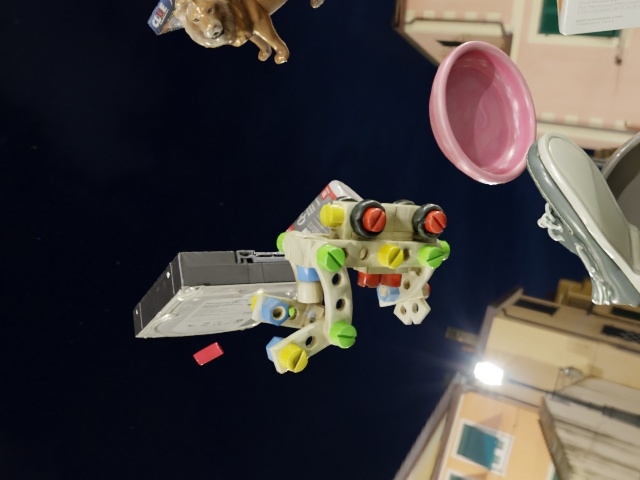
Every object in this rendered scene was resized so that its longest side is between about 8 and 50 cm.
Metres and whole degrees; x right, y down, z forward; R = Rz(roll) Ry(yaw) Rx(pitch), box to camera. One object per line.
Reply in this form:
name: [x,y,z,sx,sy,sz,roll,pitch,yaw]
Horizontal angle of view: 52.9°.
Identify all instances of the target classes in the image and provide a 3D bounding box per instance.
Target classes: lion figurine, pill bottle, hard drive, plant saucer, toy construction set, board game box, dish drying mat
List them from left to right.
board game box: [-0.295,-0.596,1.572,0.165,0.042,0.243,-41,0,40]
dish drying mat: [-0.272,0.275,1.564,0.032,0.083,0.008,58,-152,-2]
hard drive: [-0.173,0.100,1.117,0.237,0.339,0.064,-1,-111,-29]
lion figurine: [-0.099,-0.517,1.304,0.392,0.142,0.240,-48,-50,-4]
pill bottle: [0.000,0.000,2.088,0.363,0.210,0.210,-47,-27,12]
toy construction set: [0.066,0.050,0.866,0.328,0.151,0.214,-2,-80,-48]
plant saucer: [0.371,-0.292,1.507,0.332,0.084,0.331,5,-100,-35]

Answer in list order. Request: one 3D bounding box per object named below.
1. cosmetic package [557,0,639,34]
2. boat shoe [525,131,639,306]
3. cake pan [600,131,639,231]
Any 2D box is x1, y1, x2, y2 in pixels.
cosmetic package: [0.382,-0.491,0.774,0.453,0.162,0.230,60,-149,-63]
boat shoe: [0.340,-0.011,0.840,0.319,0.099,0.116,40,-133,-30]
cake pan: [0.535,-0.053,0.956,0.054,0.293,0.293,-90,0,-67]
